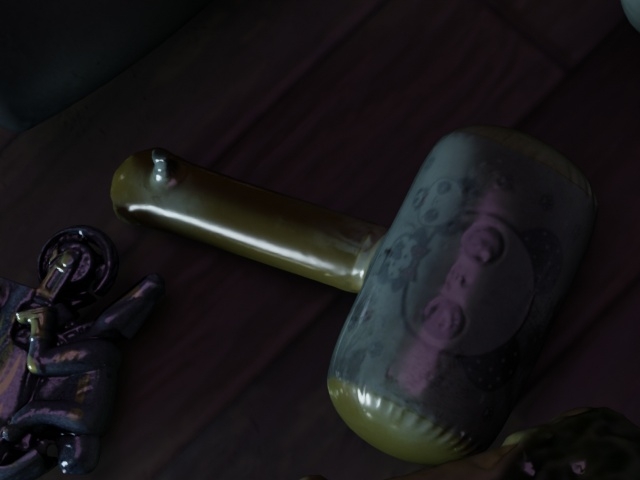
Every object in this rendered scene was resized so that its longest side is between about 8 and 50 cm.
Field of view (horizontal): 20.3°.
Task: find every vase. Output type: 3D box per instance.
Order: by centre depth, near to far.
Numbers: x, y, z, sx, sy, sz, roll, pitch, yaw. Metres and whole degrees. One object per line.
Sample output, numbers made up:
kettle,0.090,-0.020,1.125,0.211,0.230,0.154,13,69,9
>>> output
vase,-0.093,-0.210,1.125,0.321,0.173,0.173,-26,70,-2

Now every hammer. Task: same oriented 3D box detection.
hammer,0.000,0.000,1.077,0.305,0.113,0.202,21,76,26

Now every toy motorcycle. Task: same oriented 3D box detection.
toy motorcycle,-0.171,0.087,1.101,0.124,0.061,0.193,40,85,17

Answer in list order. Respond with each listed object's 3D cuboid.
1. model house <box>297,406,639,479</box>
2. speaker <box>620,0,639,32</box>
model house,0.049,0.253,0.851,0.261,0.266,0.321,-38,66,44
speaker,0.312,-0.291,1.038,0.183,0.184,0.406,25,81,18
